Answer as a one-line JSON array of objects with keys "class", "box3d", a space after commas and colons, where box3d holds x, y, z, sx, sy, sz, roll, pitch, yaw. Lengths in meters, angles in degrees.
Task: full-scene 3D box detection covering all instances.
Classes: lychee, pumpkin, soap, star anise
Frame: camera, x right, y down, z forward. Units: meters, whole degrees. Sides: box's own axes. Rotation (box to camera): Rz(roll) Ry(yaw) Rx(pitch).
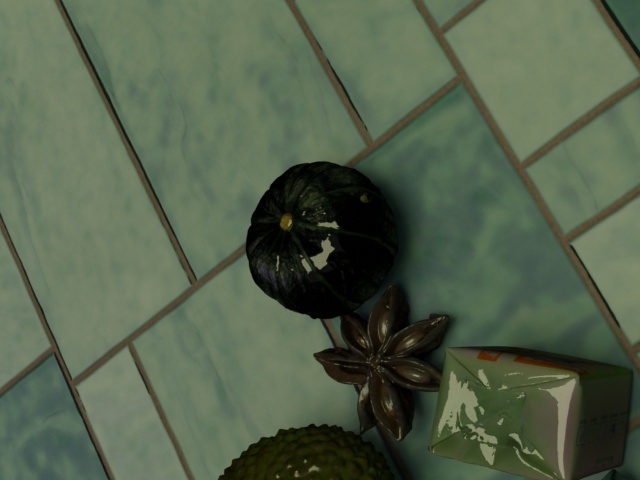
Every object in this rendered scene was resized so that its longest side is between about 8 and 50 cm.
[{"class": "lychee", "box3d": [-0.029, 0.397, 1.576, 0.270, 0.270, 0.320, 32, 124, 29]}, {"class": "pumpkin", "box3d": [0.000, 0.000, 1.611, 0.220, 0.162, 0.220, -18, 59, 32]}, {"class": "soap", "box3d": [0.260, 0.207, 1.425, 0.182, 0.199, 0.138, 9, 91, 33]}, {"class": "star anise", "box3d": [0.099, 0.159, 1.600, 0.197, 0.073, 0.212, -42, 58, 17]}]

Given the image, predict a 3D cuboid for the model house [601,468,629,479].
[{"class": "model house", "box3d": [0.354, 0.471, 1.374, 0.249, 0.230, 0.280, 38, 114, 1]}]
